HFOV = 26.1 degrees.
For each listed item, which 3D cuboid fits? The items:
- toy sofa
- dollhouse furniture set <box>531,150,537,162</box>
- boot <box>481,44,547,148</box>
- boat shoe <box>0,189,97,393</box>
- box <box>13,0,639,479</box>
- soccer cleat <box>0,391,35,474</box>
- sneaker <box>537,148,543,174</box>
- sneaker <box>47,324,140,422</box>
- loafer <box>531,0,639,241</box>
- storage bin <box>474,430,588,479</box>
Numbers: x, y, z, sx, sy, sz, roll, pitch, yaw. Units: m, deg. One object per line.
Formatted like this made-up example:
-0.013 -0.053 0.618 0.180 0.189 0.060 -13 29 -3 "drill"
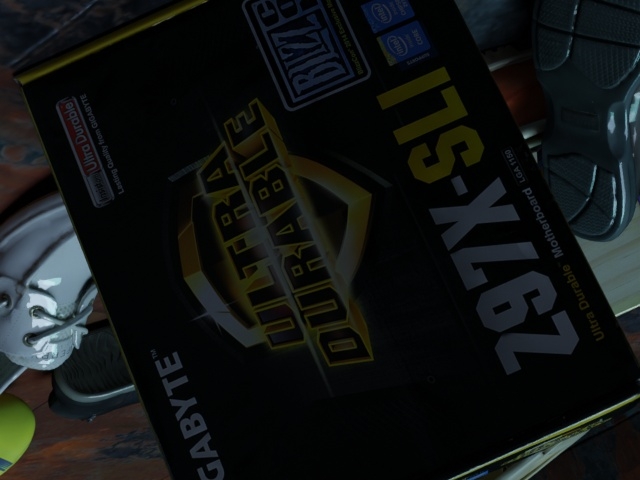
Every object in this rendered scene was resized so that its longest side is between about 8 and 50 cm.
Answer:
0.249 0.075 1.624 0.362 0.177 0.150 -27 -174 9 "toy sofa"
0.162 -0.077 1.171 0.058 0.076 0.152 -13 159 -24 "dollhouse furniture set"
0.187 -0.117 1.080 0.158 0.085 0.059 -21 160 -14 "boot"
-0.209 0.051 1.031 0.098 0.096 0.277 -4 152 -44 "boat shoe"
0.000 0.000 0.797 0.257 0.322 0.079 -23 163 -1 "box"
-0.365 0.176 1.197 0.289 0.093 0.121 -7 148 -42 "soccer cleat"
0.244 -0.087 1.257 0.221 0.083 0.087 -44 -165 22 "sneaker"
-0.152 0.112 1.319 0.222 0.083 0.118 -9 164 -21 "sneaker"
0.209 -0.125 0.996 0.084 0.096 0.267 -39 141 -36 "loafer"
0.102 0.122 1.302 0.262 0.260 0.123 -46 157 30 "storage bin"
